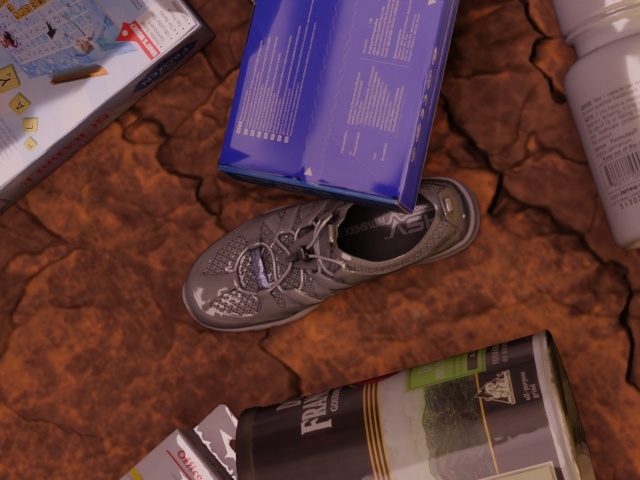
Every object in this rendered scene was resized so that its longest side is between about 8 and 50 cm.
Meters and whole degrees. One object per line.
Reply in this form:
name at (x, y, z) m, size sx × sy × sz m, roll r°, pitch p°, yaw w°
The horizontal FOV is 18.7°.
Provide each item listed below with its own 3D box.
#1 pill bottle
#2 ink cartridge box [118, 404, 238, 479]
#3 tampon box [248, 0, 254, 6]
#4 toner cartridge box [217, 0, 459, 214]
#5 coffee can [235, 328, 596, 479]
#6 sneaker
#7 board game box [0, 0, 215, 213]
pill bottle at (0.284, -0.119, 1.689) m, size 0.131 × 0.131 × 0.229 m, roll -19°, pitch 81°, yaw 9°
ink cartridge box at (-0.130, 0.244, 1.774) m, size 0.181 × 0.061 × 0.104 m, roll -42°, pitch 78°, yaw 5°
tampon box at (0.022, -0.237, 1.769) m, size 0.161 × 0.101 × 0.120 m, roll -39°, pitch 79°, yaw 6°
toner cartridge box at (0.033, -0.209, 1.671) m, size 0.165 × 0.075 × 0.348 m, roll 12°, pitch 86°, yaw 14°
coffee can at (0.089, 0.208, 1.662) m, size 0.275 × 0.201 × 0.202 m, roll -16°, pitch 82°, yaw 9°
sneaker at (0.000, 0.000, 1.743) m, size 0.281 × 0.115 × 0.105 m, roll -22°, pitch 81°, yaw 9°
board game box at (-0.319, -0.219, 1.856) m, size 0.318 × 0.066 × 0.319 m, roll -38°, pitch 79°, yaw 6°
